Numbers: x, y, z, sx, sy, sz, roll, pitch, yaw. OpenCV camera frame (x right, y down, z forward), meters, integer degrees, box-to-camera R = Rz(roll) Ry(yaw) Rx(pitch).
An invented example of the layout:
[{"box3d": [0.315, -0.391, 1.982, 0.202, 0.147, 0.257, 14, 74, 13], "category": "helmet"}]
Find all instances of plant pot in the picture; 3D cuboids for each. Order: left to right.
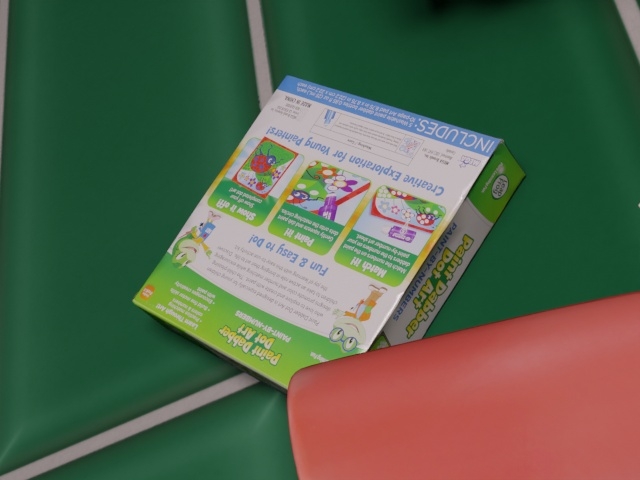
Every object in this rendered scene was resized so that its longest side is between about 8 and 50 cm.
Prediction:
[{"box3d": [0.143, 0.153, 0.682, 0.243, 0.275, 0.275, -22, 49, 7], "category": "plant pot"}]

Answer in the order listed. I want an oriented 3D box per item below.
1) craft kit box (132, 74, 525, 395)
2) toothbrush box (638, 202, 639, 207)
[{"box3d": [0.000, 0.000, 1.017, 0.250, 0.061, 0.246, 24, 73, 42], "category": "craft kit box"}, {"box3d": [0.371, -0.050, 0.748, 0.283, 0.122, 0.206, -47, 46, -4], "category": "toothbrush box"}]
